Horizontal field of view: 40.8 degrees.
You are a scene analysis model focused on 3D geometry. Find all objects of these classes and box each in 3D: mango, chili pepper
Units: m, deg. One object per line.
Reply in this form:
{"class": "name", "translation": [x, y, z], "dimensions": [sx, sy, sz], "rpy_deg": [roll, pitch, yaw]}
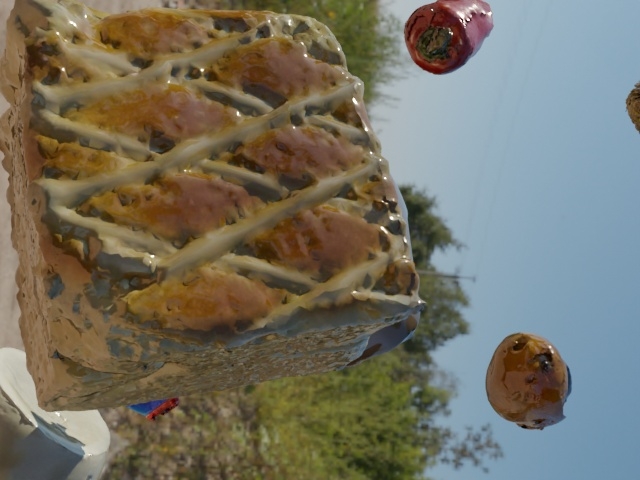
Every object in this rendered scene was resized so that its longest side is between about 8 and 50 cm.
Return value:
{"class": "mango", "translation": [0.369, 0.256, 1.537], "dimensions": [0.248, 0.151, 0.156], "rpy_deg": [63, 7, -60]}
{"class": "chili pepper", "translation": [0.204, -0.328, 1.323], "dimensions": [0.387, 0.110, 0.110], "rpy_deg": [-47, 146, -57]}

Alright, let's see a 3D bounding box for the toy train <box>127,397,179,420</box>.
{"class": "toy train", "translation": [-0.286, 0.203, 1.496], "dimensions": [0.083, 0.131, 0.204], "rpy_deg": [-39, -145, 30]}

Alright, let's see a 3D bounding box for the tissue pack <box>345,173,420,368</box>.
{"class": "tissue pack", "translation": [0.000, 0.000, 1.417], "dimensions": [0.277, 0.267, 0.387], "rpy_deg": [45, 30, -35]}

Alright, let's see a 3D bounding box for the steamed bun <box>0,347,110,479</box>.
{"class": "steamed bun", "translation": [-0.548, 0.358, 1.550], "dimensions": [0.206, 0.324, 0.324], "rpy_deg": [-46, -179, 2]}

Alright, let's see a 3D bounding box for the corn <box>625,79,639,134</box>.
{"class": "corn", "translation": [0.718, -0.193, 1.717], "dimensions": [0.318, 0.115, 0.115], "rpy_deg": [47, 21, -20]}

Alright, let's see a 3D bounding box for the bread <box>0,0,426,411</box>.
{"class": "bread", "translation": [-0.129, -0.039, 0.907], "dimensions": [0.279, 0.390, 0.371], "rpy_deg": [-40, -122, 56]}
